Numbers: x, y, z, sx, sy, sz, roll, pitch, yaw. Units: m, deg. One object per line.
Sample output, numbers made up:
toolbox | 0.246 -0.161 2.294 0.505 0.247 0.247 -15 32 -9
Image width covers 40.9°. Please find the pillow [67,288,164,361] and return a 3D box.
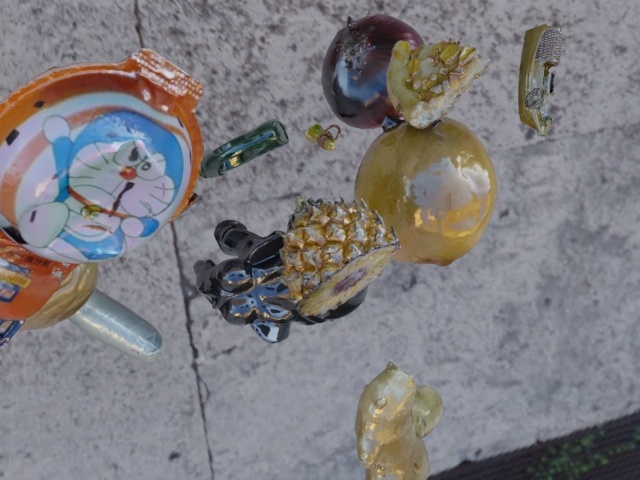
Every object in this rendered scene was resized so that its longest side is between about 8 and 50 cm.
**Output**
pillow | -0.405 0.148 1.623 0.254 0.144 0.078 33 83 -4

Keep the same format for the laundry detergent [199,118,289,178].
laundry detergent | -0.175 -0.180 1.764 0.211 0.137 0.063 -24 97 12

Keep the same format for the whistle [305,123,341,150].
whistle | 0.015 -0.234 1.948 0.057 0.109 0.046 -31 121 -15

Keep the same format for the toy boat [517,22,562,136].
toy boat | 0.291 -0.212 1.137 0.047 0.049 0.149 5 89 -59

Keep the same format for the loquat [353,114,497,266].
loquat | 0.158 -0.074 1.298 0.193 0.238 0.238 -2 121 -32

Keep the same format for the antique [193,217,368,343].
antique | -0.058 0.054 1.485 0.322 0.255 0.185 -5 107 -7

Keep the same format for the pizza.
pizza | 0.167 -0.241 1.238 0.161 0.182 0.062 -11 136 25

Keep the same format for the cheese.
cheese | -0.228 -0.027 0.747 0.329 0.129 0.217 -47 139 10

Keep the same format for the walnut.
walnut | -0.480 0.038 1.432 0.228 0.228 0.228 -10 123 -16

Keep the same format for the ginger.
ginger | 0.120 0.390 1.455 0.348 0.122 0.363 45 58 -55

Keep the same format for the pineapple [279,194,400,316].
pineapple | 0.003 -0.002 1.104 0.161 0.137 0.176 -38 161 10

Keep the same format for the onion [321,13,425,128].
onion | 0.135 -0.371 1.979 0.273 0.273 0.285 -41 142 5
